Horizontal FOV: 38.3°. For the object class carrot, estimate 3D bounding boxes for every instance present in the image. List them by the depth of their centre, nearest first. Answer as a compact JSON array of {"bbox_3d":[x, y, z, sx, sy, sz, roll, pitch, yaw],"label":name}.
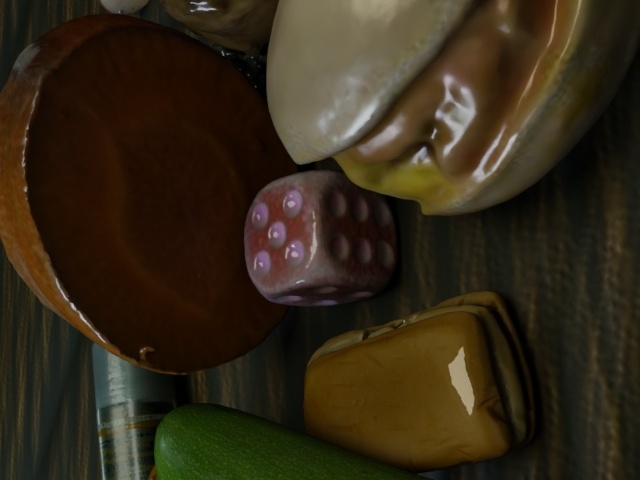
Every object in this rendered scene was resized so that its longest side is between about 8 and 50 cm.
[{"bbox_3d":[-0.126,-0.036,0.729,0.100,0.307,0.258,10,60,36],"label":"carrot"}]

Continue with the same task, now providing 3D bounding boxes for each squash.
[{"bbox_3d":[0.042,0.196,0.596,0.395,0.107,0.107,12,93,28],"label":"squash"}]

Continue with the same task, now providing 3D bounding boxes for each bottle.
[{"bbox_3d":[-0.169,0.231,0.886,0.082,0.082,0.286,-28,64,41],"label":"bottle"}]

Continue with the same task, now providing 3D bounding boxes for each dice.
[{"bbox_3d":[0.000,0.000,0.733,0.091,0.093,0.094,-17,72,45],"label":"dice"}]

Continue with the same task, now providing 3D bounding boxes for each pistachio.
[{"bbox_3d":[0.093,-0.164,0.586,0.230,0.230,0.309,48,123,41],"label":"pistachio"}]

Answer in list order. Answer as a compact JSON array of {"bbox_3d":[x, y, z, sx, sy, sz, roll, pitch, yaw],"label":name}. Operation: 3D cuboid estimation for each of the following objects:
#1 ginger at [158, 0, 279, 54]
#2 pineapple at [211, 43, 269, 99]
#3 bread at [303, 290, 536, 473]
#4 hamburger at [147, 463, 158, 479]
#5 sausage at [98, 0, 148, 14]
[{"bbox_3d":[-0.042,-0.256,0.711,0.269,0.223,0.200,53,139,42],"label":"ginger"},{"bbox_3d":[-0.090,-0.143,0.862,0.197,0.108,0.108,-22,67,31],"label":"pineapple"},{"bbox_3d":[0.059,0.111,0.671,0.200,0.077,0.116,-24,74,43],"label":"bread"},{"bbox_3d":[-0.080,0.235,0.764,0.162,0.115,0.162,-13,73,47],"label":"hamburger"},{"bbox_3d":[-0.271,-0.360,1.107,0.071,0.071,0.234,-56,49,25],"label":"sausage"}]
